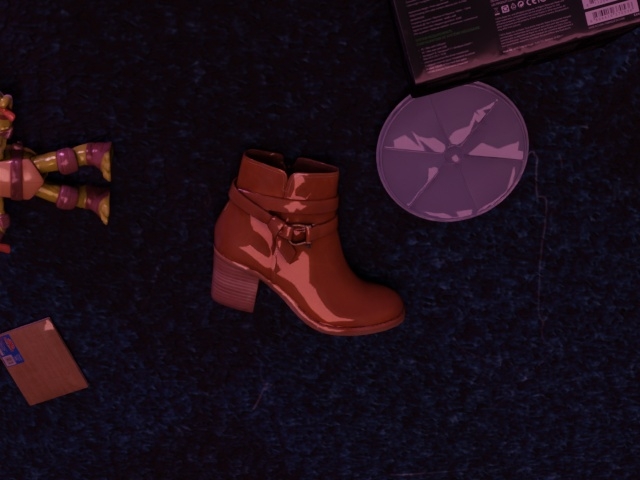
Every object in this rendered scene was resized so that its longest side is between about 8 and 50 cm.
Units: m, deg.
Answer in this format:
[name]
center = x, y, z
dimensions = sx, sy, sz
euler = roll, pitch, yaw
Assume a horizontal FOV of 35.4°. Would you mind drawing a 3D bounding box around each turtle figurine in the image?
[turtle figurine]
center = -0.380, -0.070, 1.288
dimensions = 0.217, 0.087, 0.270
euler = 4, 109, -13

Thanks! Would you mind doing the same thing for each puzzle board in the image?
[puzzle board]
center = -0.408, 0.176, 1.460
dimensions = 0.096, 0.011, 0.128
euler = -18, 117, 8

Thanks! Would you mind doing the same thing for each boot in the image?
[boot]
center = 0.000, 0.000, 1.349
dimensions = 0.283, 0.109, 0.220
euler = 14, 113, -2

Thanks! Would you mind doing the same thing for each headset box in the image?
[headset box]
center = 0.204, -0.255, 1.114
dimensions = 0.246, 0.283, 0.131
euler = -14, 93, 7

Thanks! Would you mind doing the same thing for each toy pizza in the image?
[toy pizza]
center = 0.173, -0.119, 1.322
dimensions = 0.201, 0.032, 0.201
euler = -1, 117, -2
